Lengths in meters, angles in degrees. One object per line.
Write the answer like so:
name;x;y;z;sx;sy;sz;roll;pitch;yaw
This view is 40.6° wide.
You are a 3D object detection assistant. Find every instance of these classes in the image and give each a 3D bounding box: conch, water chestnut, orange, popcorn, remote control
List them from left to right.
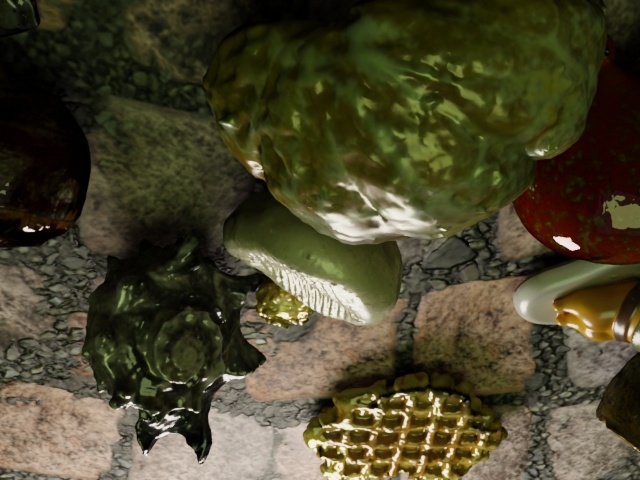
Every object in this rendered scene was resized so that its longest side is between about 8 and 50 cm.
remote control;-0.383;-0.211;0.852;0.212;0.028;0.059;-12;131;7
water chestnut;-0.341;-0.059;0.868;0.224;0.238;0.223;8;174;1
conch;-0.181;0.137;1.043;0.186;0.240;0.312;20;129;14
popcorn;-0.042;0.079;1.121;0.082;0.057;0.083;-33;123;15
orange;0.068;-0.105;0.782;0.369;0.210;0.271;-4;169;34

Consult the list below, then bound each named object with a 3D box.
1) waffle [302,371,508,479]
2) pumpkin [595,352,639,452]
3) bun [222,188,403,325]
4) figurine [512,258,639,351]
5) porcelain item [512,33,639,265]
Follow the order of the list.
waffle;0.131;0.304;1.337;0.301;0.058;0.281;-16;130;12
pumpkin;0.573;0.226;1.225;0.325;0.242;0.232;26;96;-19
bun;0.000;0.000;0.987;0.231;0.133;0.231;26;169;6
figurine;0.385;0.106;1.106;0.250;0.141;0.166;-16;142;13
porcelain item;0.305;-0.102;0.874;0.253;0.252;0.252;-2;132;-2
